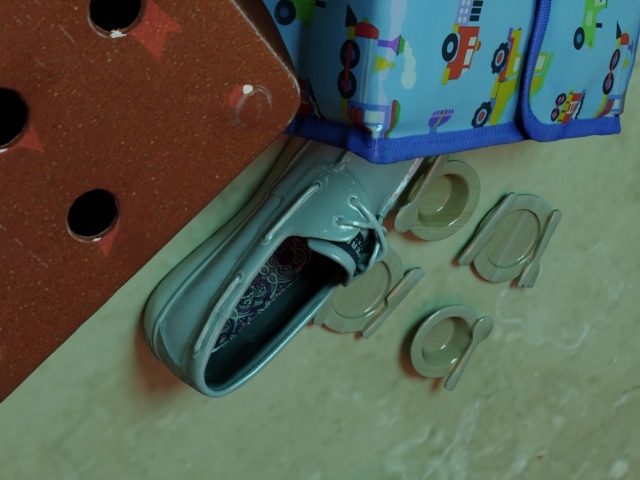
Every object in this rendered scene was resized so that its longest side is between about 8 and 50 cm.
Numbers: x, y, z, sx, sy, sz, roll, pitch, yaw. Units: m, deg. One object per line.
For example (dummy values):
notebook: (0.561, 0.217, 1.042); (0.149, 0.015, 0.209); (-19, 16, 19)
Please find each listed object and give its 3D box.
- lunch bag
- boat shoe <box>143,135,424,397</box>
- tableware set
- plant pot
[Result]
lunch bag: (0.092, -0.165, 0.803); (0.293, 0.138, 0.221); (-6, 108, -45)
boat shoe: (-0.001, 0.000, 0.866); (0.227, 0.081, 0.079); (-46, 133, -1)
tableware set: (0.078, 0.017, 0.973); (0.168, 0.020, 0.141); (27, 101, -42)
plant pot: (-0.167, -0.091, 0.594); (0.267, 0.236, 0.267); (-43, 132, -3)
